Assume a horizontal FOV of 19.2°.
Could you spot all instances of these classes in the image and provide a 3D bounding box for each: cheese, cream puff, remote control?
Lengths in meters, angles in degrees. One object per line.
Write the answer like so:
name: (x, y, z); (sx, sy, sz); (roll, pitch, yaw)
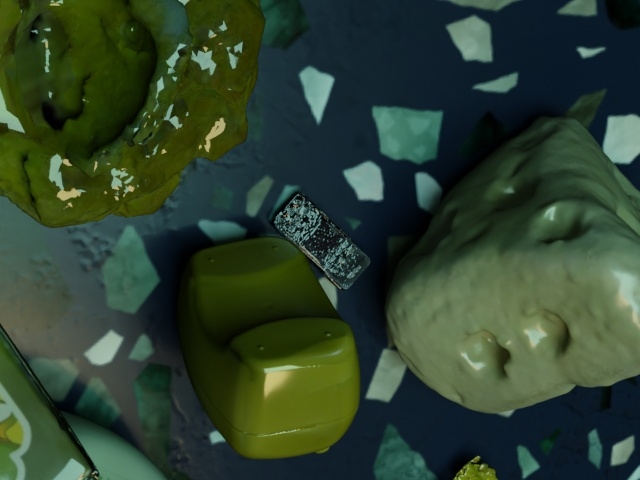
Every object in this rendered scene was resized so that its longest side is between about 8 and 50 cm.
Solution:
cheese: (0.173, 0.046, 1.578); (0.248, 0.251, 0.173); (-40, 117, 10)
cream puff: (-0.161, -0.141, 1.389); (0.282, 0.185, 0.282); (-8, 108, -25)
remote control: (0.000, 0.000, 1.595); (0.039, 0.014, 0.096); (-48, 116, -4)

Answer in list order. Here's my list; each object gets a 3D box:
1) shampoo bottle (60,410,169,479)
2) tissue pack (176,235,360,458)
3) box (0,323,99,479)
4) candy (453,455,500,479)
shampoo bottle: (-0.168, 0.287, 1.532); (0.349, 0.151, 0.222); (37, 82, -27)
tissue pack: (-0.044, 0.093, 1.513); (0.123, 0.178, 0.127); (-9, 127, -20)
box: (-0.416, 0.102, 1.299); (0.373, 0.138, 0.420); (-34, 93, -9)
candy: (0.088, 0.354, 1.706); (0.297, 0.081, 0.187); (-45, 118, -18)
